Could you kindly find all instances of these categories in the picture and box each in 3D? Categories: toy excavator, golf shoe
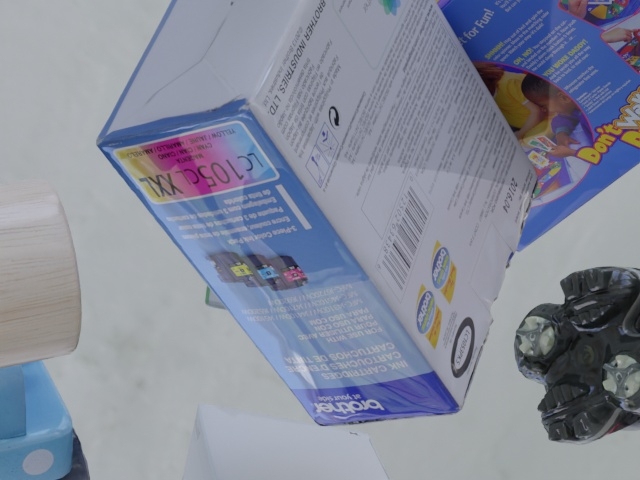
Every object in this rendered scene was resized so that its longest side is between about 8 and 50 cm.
[{"bbox_3d":[-0.305,0.080,1.500,0.222,0.433,0.445,-11,-55,-22],"label":"toy excavator"},{"bbox_3d":[0.230,0.027,0.975,0.120,0.105,0.273,5,-24,-45],"label":"golf shoe"}]

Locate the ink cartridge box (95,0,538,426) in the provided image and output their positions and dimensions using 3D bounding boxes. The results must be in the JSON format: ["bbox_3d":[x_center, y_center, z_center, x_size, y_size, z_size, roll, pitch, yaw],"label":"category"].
[{"bbox_3d":[0.029,-0.040,1.457,0.395,0.151,0.270,53,-137,-33],"label":"ink cartridge box"}]

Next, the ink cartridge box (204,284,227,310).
[{"bbox_3d":[0.000,0.000,1.788,0.212,0.093,0.154,6,-91,-45],"label":"ink cartridge box"}]

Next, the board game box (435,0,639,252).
[{"bbox_3d":[0.187,-0.150,1.559,0.347,0.233,0.078,-40,26,45],"label":"board game box"}]

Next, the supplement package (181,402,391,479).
[{"bbox_3d":[-0.038,0.294,1.954,0.204,0.262,0.145,11,-79,-10],"label":"supplement package"}]
